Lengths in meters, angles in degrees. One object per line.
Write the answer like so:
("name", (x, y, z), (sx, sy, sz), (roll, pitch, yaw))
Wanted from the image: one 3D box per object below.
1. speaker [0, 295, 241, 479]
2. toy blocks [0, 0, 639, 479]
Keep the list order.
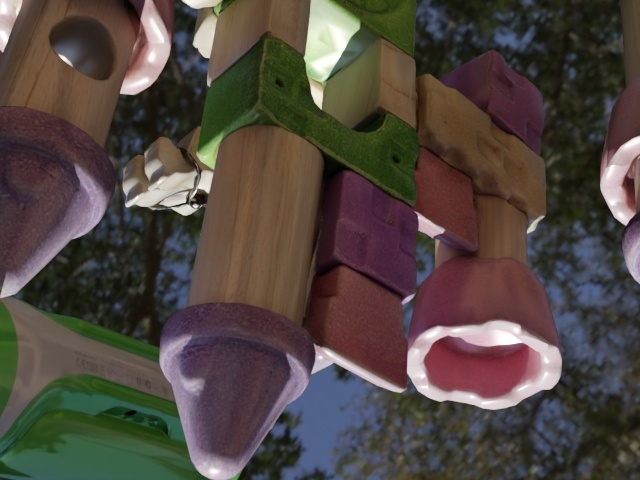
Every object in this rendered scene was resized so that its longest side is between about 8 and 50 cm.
("speaker", (-0.178, 0.124, 0.929), (0.296, 0.131, 0.131), (31, -152, -54))
("toy blocks", (-0.018, -0.010, 0.502), (0.288, 0.309, 0.260), (30, -132, -30))
